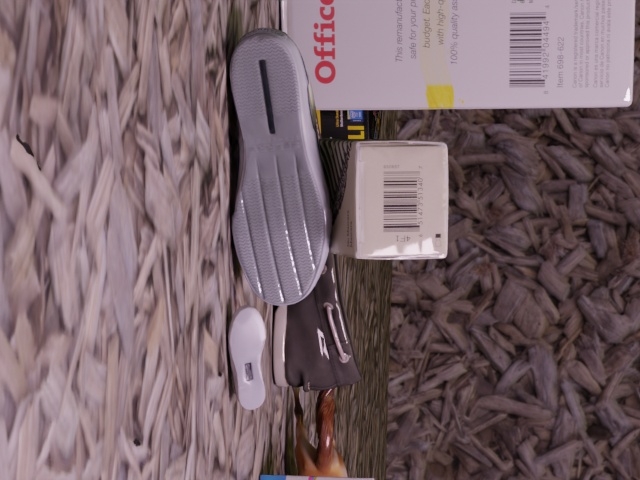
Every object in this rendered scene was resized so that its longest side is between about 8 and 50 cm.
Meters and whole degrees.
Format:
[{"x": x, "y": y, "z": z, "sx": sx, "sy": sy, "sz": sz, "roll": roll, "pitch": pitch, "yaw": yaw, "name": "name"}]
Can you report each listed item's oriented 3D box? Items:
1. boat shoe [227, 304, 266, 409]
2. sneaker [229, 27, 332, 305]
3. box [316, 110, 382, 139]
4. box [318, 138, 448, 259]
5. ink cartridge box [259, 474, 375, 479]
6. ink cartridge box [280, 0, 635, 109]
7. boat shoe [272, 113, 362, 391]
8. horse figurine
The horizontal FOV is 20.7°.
[{"x": -0.070, "y": 0.104, "z": 1.607, "sx": 0.035, "sy": 0.035, "sz": 0.100, "roll": -142, "pitch": -136, "yaw": -63, "name": "boat shoe"}, {"x": -0.032, "y": -0.071, "z": 1.611, "sx": 0.091, "sy": 0.094, "sz": 0.258, "roll": -56, "pitch": 146, "yaw": -71, "name": "sneaker"}, {"x": 0.042, "y": -0.246, "z": 2.374, "sx": 0.322, "sy": 0.079, "sz": 0.257, "roll": -81, "pitch": 172, "yaw": -53, "name": "box"}, {"x": 0.028, "y": -0.044, "z": 1.688, "sx": 0.275, "sy": 0.094, "sz": 0.113, "roll": -174, "pitch": -97, "yaw": -70, "name": "box"}, {"x": -0.003, "y": 0.291, "z": 1.816, "sx": 0.052, "sy": 0.122, "sz": 0.088, "roll": 77, "pitch": 15, "yaw": -68, "name": "ink cartridge box"}, {"x": 0.152, "y": -0.296, "z": 1.957, "sx": 0.160, "sy": 0.384, "sz": 0.279, "roll": -78, "pitch": 168, "yaw": -75, "name": "ink cartridge box"}, {"x": 0.000, "y": 0.000, "z": 1.917, "sx": 0.112, "sy": 0.095, "sz": 0.335, "roll": -52, "pitch": 143, "yaw": -80, "name": "boat shoe"}, {"x": 0.004, "y": 0.270, "z": 2.074, "sx": 0.263, "sy": 0.066, "sz": 0.174, "roll": 87, "pitch": -6, "yaw": -53, "name": "horse figurine"}]
